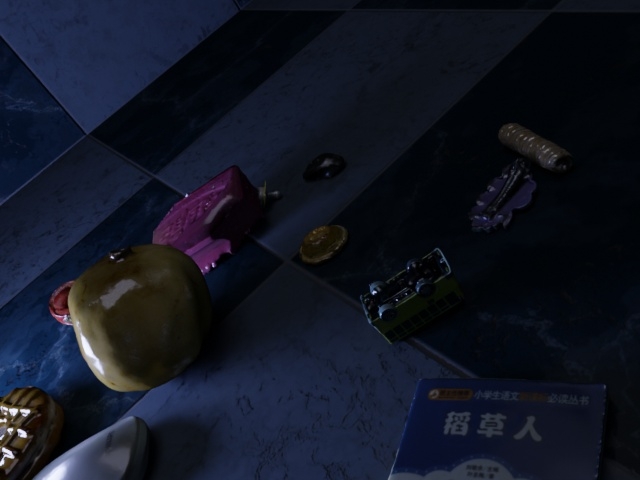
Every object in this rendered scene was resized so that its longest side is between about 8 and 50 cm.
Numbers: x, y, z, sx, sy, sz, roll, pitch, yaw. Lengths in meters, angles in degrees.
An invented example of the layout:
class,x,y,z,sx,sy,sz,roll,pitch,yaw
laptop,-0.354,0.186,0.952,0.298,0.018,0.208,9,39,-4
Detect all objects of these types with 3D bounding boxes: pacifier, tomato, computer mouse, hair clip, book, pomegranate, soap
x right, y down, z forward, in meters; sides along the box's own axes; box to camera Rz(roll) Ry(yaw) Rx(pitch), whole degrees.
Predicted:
class,x,y,z,sx,sy,sz,roll,pitch,yaw
pacifier,-0.140,-0.121,1.858,0.064,0.068,0.083,2,57,-4
tomato,-0.662,0.186,1.892,0.159,0.091,0.139,-1,49,2
computer mouse,-0.484,0.472,1.369,0.331,0.095,0.197,-31,29,7
hair clip,0.368,-0.093,1.363,0.195,0.052,0.124,-53,31,-16
book,0.215,0.374,0.915,0.300,0.039,0.428,-8,42,36
computer mouse,0.003,-0.203,1.826,0.135,0.047,0.079,-11,39,35
pomegranate,-0.399,0.161,1.489,0.333,0.332,0.332,-23,35,17
soap,-0.309,-0.035,1.797,0.325,0.127,0.220,-33,37,18

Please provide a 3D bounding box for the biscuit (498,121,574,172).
class,x,y,z,sx,sy,sz,roll,pitch,yaw
biscuit,0.441,-0.196,1.415,0.061,0.055,0.219,1,25,-23

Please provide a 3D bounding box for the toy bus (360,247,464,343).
class,x,y,z,sx,sy,sz,roll,pitch,yaw
toy bus,0.171,0.102,1.240,0.175,0.101,0.088,-34,33,12

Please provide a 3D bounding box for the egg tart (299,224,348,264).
class,x,y,z,sx,sy,sz,roll,pitch,yaw
egg tart,0.000,0.000,1.571,0.129,0.049,0.128,-23,33,16

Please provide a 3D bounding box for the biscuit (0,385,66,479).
class,x,y,z,sx,sy,sz,roll,pitch,yaw
biscuit,-0.739,0.486,1.566,0.332,0.103,0.332,-24,35,18
